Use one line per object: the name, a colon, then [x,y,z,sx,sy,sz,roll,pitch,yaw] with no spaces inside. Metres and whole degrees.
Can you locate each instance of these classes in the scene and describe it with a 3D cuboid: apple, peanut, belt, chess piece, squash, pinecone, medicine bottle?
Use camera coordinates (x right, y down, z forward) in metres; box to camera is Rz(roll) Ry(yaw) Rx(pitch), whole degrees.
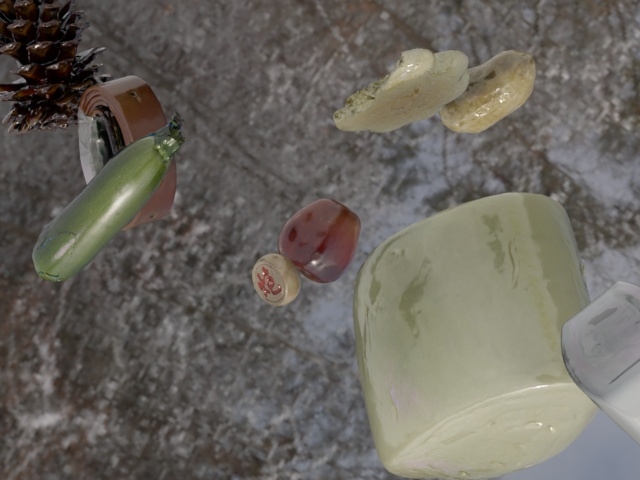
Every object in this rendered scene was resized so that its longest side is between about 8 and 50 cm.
apple: [0.002,-0.004,2.150,0.158,0.156,0.147,-58,179,-8]
peanut: [0.345,-0.305,2.210,0.224,0.129,0.129,-27,-144,27]
belt: [-0.345,-0.154,1.914,0.184,0.262,0.105,-1,-164,45]
chess piece: [-0.068,0.060,1.677,0.038,0.084,0.083,-25,178,-39]
squash: [-0.300,-0.055,1.530,0.331,0.087,0.087,-43,-154,18]
pinecone: [-0.515,-0.339,1.966,0.246,0.292,0.246,-18,-169,4]
medicine bottle: [0.397,0.195,1.128,0.124,0.324,0.179,-41,-158,12]

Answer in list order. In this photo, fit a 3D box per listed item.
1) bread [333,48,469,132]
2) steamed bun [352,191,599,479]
bread: [0.142,-0.231,1.723,0.251,0.181,0.039,-35,-119,51]
steamed bun: [0.205,0.163,1.606,0.456,0.289,0.371,123,-32,-55]
